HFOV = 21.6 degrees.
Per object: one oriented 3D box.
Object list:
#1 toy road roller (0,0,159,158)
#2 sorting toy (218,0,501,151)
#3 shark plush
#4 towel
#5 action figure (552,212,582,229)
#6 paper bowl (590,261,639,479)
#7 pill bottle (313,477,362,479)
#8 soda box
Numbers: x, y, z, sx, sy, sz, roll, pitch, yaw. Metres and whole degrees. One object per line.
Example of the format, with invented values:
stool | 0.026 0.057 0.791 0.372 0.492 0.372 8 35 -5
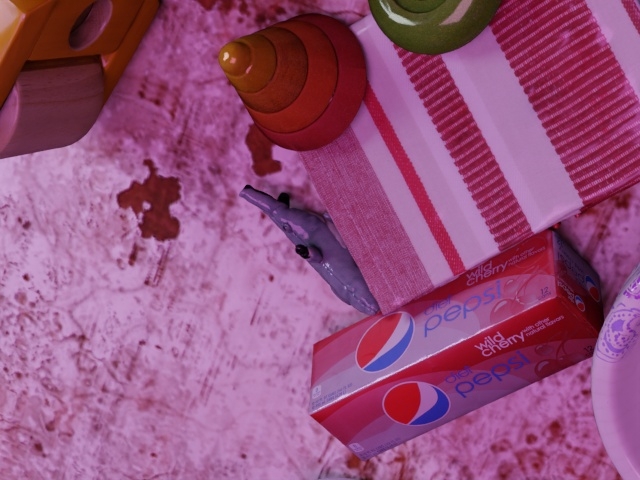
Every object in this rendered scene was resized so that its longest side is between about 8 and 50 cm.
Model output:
toy road roller | -0.270 -0.253 1.436 0.240 0.202 0.329 36 113 17
sorting toy | 0.049 -0.208 1.351 0.365 0.126 0.127 -35 68 24
shark plush | 0.000 0.000 1.502 0.073 0.067 0.161 -38 94 27
towel | 0.133 -0.111 1.413 0.329 0.037 0.237 -30 85 26
action figure | 0.183 -0.067 1.435 0.038 0.030 0.115 -29 93 21
paper bowl | 0.367 0.101 1.333 0.284 0.148 0.284 8 115 18
pill bottle | 0.013 0.361 1.601 0.130 0.130 0.245 12 114 15
soda box | 0.116 0.093 1.470 0.263 0.092 0.083 -29 125 27
